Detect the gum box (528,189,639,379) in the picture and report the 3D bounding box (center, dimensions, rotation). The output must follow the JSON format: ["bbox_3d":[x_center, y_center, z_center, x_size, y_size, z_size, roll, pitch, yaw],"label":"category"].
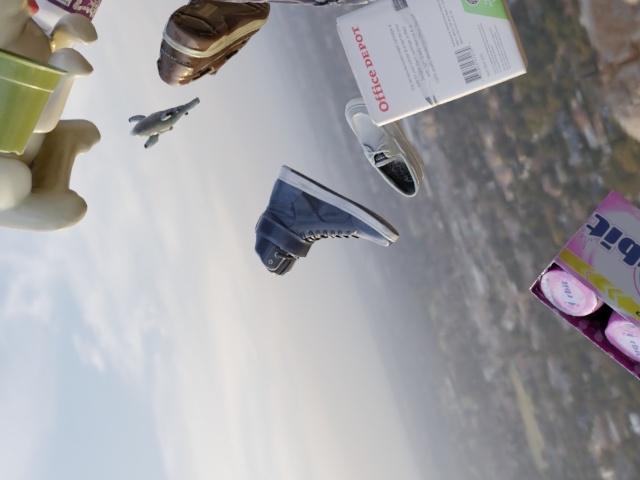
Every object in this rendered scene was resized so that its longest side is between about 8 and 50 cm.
[{"bbox_3d":[0.298,0.058,0.991,0.188,0.107,0.062,40,149,11],"label":"gum box"}]

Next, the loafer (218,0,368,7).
[{"bbox_3d":[-0.019,-0.309,1.281,0.095,0.302,0.109,-50,-46,-41],"label":"loafer"}]

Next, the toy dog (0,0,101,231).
[{"bbox_3d":[-0.524,-0.264,1.683,0.285,0.395,0.408,-80,-8,-50],"label":"toy dog"}]

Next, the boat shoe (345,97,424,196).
[{"bbox_3d":[0.124,-0.171,2.077,0.227,0.079,0.081,47,-147,-32],"label":"boat shoe"}]

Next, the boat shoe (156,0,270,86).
[{"bbox_3d":[-0.147,-0.266,1.448,0.095,0.095,0.257,-64,-9,29],"label":"boat shoe"}]

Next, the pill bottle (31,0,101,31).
[{"bbox_3d":[-0.501,-0.511,2.165,0.169,0.302,0.169,28,-173,-4],"label":"pill bottle"}]

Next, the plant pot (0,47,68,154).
[{"bbox_3d":[-0.261,-0.116,0.918,0.083,0.083,0.079,-119,47,-82],"label":"plant pot"}]

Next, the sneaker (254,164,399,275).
[{"bbox_3d":[0.000,0.000,1.741,0.226,0.163,0.086,28,-178,24],"label":"sneaker"}]

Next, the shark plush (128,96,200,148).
[{"bbox_3d":[-0.312,-0.240,2.244,0.073,0.161,0.067,70,160,5],"label":"shark plush"}]

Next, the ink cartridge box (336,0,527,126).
[{"bbox_3d":[0.190,-0.336,1.881,0.115,0.272,0.198,-55,-55,-70],"label":"ink cartridge box"}]
